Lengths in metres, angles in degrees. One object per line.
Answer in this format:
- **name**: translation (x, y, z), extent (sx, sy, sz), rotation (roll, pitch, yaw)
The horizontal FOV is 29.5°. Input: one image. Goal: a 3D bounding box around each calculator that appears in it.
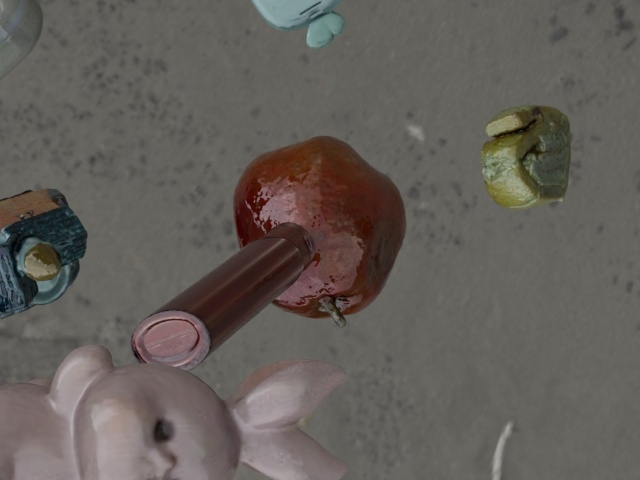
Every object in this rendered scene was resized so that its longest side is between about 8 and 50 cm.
- **calculator**: translation (-0.026, -0.250, 1.125), extent (0.095, 0.021, 0.153), rotation (-28, 92, 13)

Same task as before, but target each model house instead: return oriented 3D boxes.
- **model house**: translation (-0.463, 0.046, 1.880), extent (0.291, 0.253, 0.184), rotation (14, 121, 58)

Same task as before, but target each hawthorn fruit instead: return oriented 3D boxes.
- **hawthorn fruit**: translation (0.000, 0.000, 1.536), extent (0.224, 0.261, 0.224), rotation (-2, 134, -2)

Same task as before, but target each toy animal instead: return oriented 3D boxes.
- **toy animal**: translation (-0.089, 0.112, 0.661), extent (0.212, 0.124, 0.124), rotation (-11, 122, 6)

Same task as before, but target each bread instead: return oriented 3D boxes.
- **bread**: translation (0.235, -0.093, 1.370), extent (0.064, 0.156, 0.117), rotation (-1, 98, 32)

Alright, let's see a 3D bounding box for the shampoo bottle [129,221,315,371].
- **shampoo bottle**: translation (-0.088, 0.052, 1.264), extent (0.102, 0.260, 0.064), rotation (-24, 99, 33)

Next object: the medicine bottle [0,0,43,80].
- **medicine bottle**: translation (-0.530, -0.236, 1.525), extent (0.375, 0.282, 0.123), rotation (-38, 146, 7)
